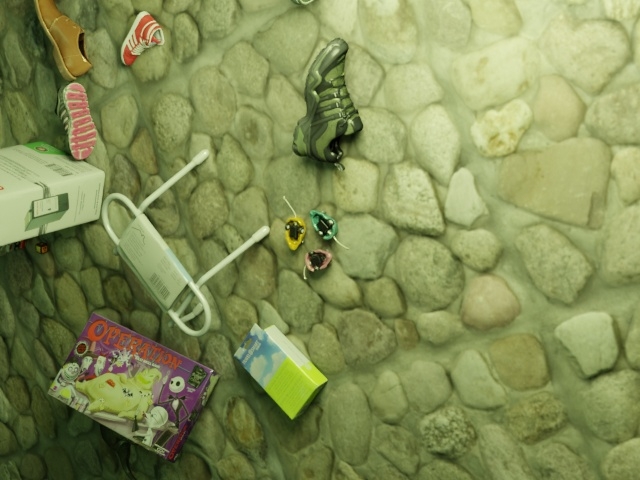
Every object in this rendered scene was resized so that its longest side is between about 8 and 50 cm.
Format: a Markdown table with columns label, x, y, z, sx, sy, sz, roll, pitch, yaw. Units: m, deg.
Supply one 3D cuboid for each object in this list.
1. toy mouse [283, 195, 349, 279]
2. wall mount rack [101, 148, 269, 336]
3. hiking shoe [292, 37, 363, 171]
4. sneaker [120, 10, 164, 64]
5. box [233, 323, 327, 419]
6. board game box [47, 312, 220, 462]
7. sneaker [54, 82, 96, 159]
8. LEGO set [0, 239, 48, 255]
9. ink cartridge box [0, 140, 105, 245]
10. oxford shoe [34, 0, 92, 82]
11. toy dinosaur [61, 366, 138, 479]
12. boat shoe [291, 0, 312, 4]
| label | x | y | z | sx | sy | sz | roll | pitch | yaw |
| --- | --- | --- | --- | --- | --- | --- | --- | --- | --- |
| toy mouse | 0.000 | 0.000 | 1.711 | 0.143 | 0.031 | 0.161 | 8 | 108 | 33 |
| wall mount rack | -0.274 | 0.004 | 1.852 | 0.350 | 0.130 | 0.304 | 51 | 129 | 12 |
| hiking shoe | 0.031 | -0.236 | 1.604 | 0.114 | 0.086 | 0.227 | 23 | 122 | 13 |
| sneaker | -0.353 | -0.388 | 1.839 | 0.067 | 0.042 | 0.118 | 43 | 121 | 22 |
| box | -0.081 | 0.254 | 1.833 | 0.178 | 0.042 | 0.109 | 44 | 123 | 17 |
| board game box | -0.406 | 0.311 | 1.995 | 0.346 | 0.056 | 0.208 | 20 | 71 | 26 |
| sneaker | -0.530 | -0.260 | 1.990 | 0.074 | 0.063 | 0.171 | 26 | 129 | 46 |
| LEGO set | -0.727 | -0.070 | 2.185 | 0.182 | 0.060 | 0.244 | -20 | 92 | 41 |
| ink cartridge box | -0.641 | -0.106 | 1.967 | 0.211 | 0.289 | 0.122 | 26 | 117 | 27 |
| oxford shoe | -0.539 | -0.444 | 1.949 | 0.076 | 0.076 | 0.212 | -25 | 89 | 10 |
| toy dinosaur | -0.465 | 0.402 | 2.120 | 0.160 | 0.121 | 0.314 | -25 | 93 | 49 |
| boat shoe | 0.056 | -0.485 | 1.483 | 0.319 | 0.116 | 0.099 | -44 | 73 | 30 |
